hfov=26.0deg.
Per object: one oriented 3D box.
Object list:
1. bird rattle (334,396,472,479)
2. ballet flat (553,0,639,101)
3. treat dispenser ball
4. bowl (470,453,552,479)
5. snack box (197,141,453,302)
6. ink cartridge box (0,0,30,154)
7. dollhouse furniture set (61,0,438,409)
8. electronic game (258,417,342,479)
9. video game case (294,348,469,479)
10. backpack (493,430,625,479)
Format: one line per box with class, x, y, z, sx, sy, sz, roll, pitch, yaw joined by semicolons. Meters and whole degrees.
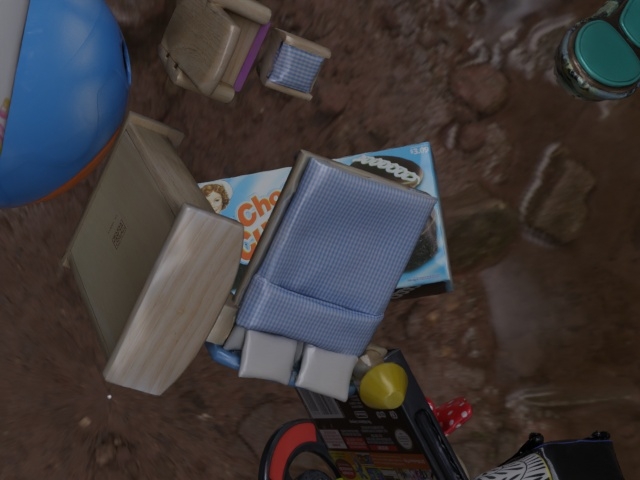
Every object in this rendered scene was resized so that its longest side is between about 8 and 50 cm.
bird rattle;0.125;0.319;1.759;0.253;0.207;0.143;-48;128;8
ballet flat;0.211;-0.137;1.041;0.070;0.070;0.188;54;39;0
treat dispenser ball;-0.352;-0.177;1.510;0.288;0.288;0.288;1;83;-9
bowl;0.127;0.248;1.066;0.080;0.170;0.170;2;83;-4
snack box;-0.004;-0.004;1.753;0.322;0.060;0.187;-10;69;9
ink cartridge box;-0.246;-0.076;0.582;0.226;0.131;0.306;5;83;35
dollhouse furniture set;0.000;0.000;1.058;0.303;0.198;0.286;19;106;-27
electronic game;-0.005;0.350;1.847;0.048;0.229;0.229;-20;86;34
video game case;0.077;0.236;1.478;0.035;0.275;0.248;-29;93;-22
backpack;0.279;0.321;1.730;0.158;0.173;0.116;4;56;-39
